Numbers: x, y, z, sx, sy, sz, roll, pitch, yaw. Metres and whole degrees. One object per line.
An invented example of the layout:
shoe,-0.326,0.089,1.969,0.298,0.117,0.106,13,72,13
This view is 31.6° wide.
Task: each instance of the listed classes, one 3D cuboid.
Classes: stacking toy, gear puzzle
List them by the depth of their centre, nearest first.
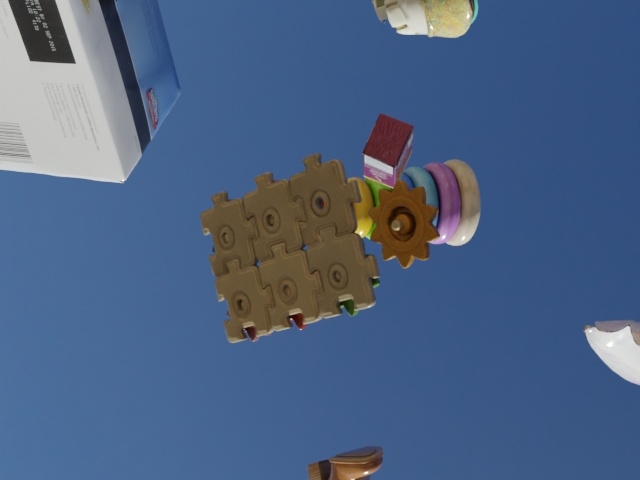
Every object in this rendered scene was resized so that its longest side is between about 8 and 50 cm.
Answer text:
gear puzzle,0.000,0.000,1.214,0.339,0.044,0.175,-18,-97,44
stacking toy,0.079,-0.057,1.784,0.141,0.330,0.141,178,-90,-71

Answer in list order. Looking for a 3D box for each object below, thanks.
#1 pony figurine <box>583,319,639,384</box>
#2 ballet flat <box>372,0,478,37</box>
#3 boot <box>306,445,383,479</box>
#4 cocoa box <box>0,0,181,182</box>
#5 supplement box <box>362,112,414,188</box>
pony figurine,0.398,0.107,0.881,0.302,0.351,0.363,26,-108,30
ballet flat,0.142,-0.357,1.689,0.123,0.123,0.348,-58,-165,11
boot,0.052,0.376,1.601,0.197,0.073,0.152,-40,-117,61
cocoa box,-0.371,-0.292,1.609,0.231,0.347,0.228,6,-136,17
supplement box,0.076,-0.100,1.281,0.043,0.083,0.055,23,-103,9
